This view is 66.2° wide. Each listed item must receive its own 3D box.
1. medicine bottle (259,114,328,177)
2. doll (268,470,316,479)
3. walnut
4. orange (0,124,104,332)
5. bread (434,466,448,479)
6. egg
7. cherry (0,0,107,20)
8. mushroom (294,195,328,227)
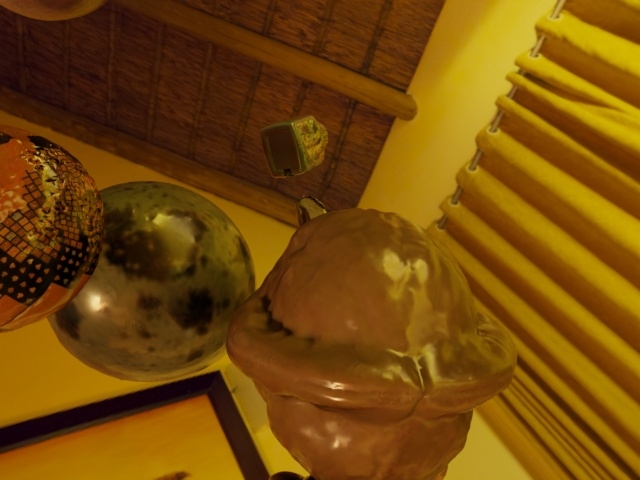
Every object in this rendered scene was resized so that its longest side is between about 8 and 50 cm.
[{"bbox_3d":[-0.051,-0.222,1.127,0.188,0.094,0.119,-44,-58,-60],"label":"medicine bottle"},{"bbox_3d":[0.012,0.440,0.655,0.317,0.209,0.340,-10,-7,-2],"label":"doll"},{"bbox_3d":[0.058,0.142,0.657,0.383,0.384,0.384,-24,-39,-21],"label":"walnut"},{"bbox_3d":[-0.357,-0.011,0.529,0.234,0.235,0.182,-12,-25,-33],"label":"orange"},{"bbox_3d":[0.224,0.393,1.017,0.083,0.211,0.114,-10,-70,19],"label":"bread"},{"bbox_3d":[-0.288,0.078,0.889,0.345,0.345,0.428,-41,-20,0],"label":"egg"},{"bbox_3d":[-0.330,-0.366,0.526,0.205,0.239,0.239,-19,-38,1],"label":"cherry"},{"bbox_3d":[0.001,-0.001,1.151,0.072,0.210,0.094,-17,-21,-22],"label":"mushroom"}]
